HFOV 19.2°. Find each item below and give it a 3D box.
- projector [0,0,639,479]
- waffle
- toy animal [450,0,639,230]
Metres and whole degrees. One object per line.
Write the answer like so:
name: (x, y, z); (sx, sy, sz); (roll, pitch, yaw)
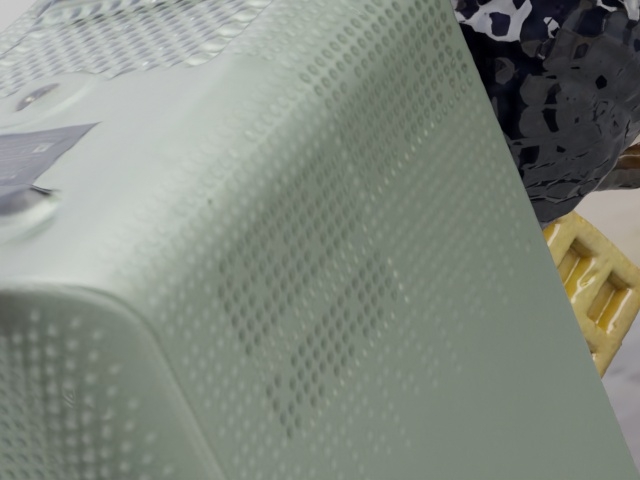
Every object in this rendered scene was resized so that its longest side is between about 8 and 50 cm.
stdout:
projector: (-0.025, 0.059, 0.508); (0.163, 0.242, 0.177); (-3, 33, 36)
waffle: (0.161, 0.060, 1.632); (0.055, 0.248, 0.221); (9, 65, 55)
toy animal: (0.074, -0.060, 0.672); (0.298, 0.122, 0.185); (-31, -18, 30)
